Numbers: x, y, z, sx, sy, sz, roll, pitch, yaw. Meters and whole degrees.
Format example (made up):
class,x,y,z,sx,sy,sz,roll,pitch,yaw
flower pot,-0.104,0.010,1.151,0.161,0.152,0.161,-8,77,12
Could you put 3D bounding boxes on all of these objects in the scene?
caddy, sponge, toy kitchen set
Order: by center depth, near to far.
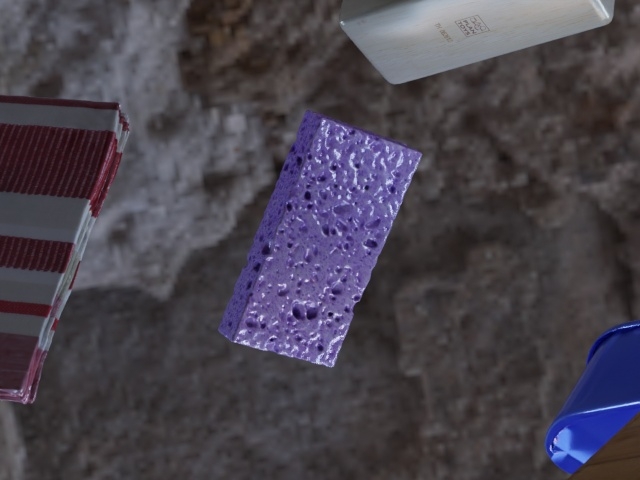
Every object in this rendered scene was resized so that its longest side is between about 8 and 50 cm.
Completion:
class,x,y,z,sx,sy,sz,roll,pitch,yaw
toy kitchen set,0.042,-0.208,0.770,0.122,0.166,0.207,-12,141,32
sponge,0.000,0.000,1.462,0.117,0.210,0.031,18,-173,-37
caddy,0.396,0.187,1.703,0.179,0.241,0.341,-47,-164,-33

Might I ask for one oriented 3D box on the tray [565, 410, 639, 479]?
class,x,y,z,sx,sy,sz,roll,pitch,yaw
tray,0.375,0.162,1.282,0.411,0.076,0.203,-19,-170,46

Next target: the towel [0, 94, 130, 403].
class,x,y,z,sx,sy,sz,roll,pitch,yaw
towel,-0.336,-0.001,1.635,0.237,0.329,0.037,6,150,19
